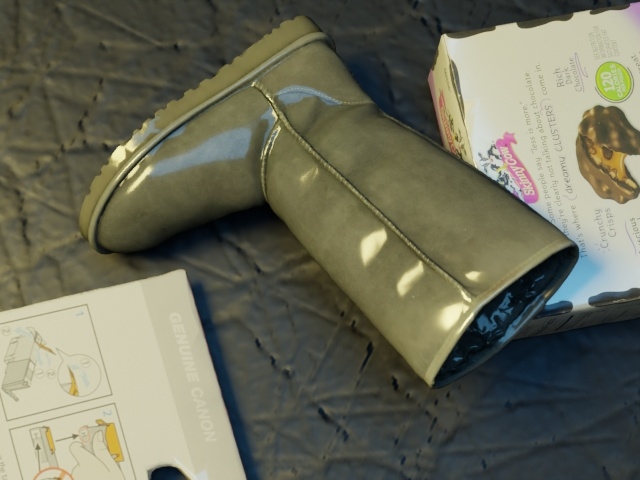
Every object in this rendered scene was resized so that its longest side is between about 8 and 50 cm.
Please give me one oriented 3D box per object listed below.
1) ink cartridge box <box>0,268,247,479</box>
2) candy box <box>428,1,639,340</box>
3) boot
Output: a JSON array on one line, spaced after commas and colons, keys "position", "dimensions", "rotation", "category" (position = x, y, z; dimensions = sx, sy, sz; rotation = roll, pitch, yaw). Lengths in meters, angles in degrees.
[{"position": [-0.157, 0.182, 0.740], "dimensions": [0.261, 0.066, 0.296], "rotation": [-11, 76, -26], "category": "ink cartridge box"}, {"position": [0.173, -0.043, 0.811], "dimensions": [0.196, 0.070, 0.165], "rotation": [-10, 76, -6], "category": "candy box"}, {"position": [-0.001, 0.000, 0.759], "dimensions": [0.189, 0.076, 0.208], "rotation": [-41, 69, 1], "category": "boot"}]
